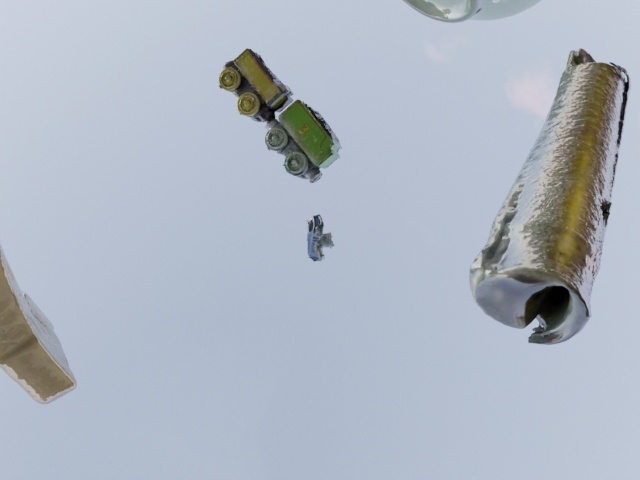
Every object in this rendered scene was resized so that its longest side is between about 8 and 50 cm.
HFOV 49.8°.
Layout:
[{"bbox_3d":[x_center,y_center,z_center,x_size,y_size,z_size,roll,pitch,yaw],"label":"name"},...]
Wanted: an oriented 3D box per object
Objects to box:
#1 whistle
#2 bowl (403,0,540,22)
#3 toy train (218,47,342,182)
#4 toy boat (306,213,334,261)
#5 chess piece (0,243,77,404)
[{"bbox_3d":[0.177,-0.055,0.485,0.068,0.057,0.326,48,-137,-12],"label":"whistle"},{"bbox_3d":[0.203,-0.448,1.011,0.354,0.354,0.185,35,-99,4],"label":"bowl"},{"bbox_3d":[-0.053,-0.168,0.912,0.081,0.060,0.202,-40,-98,12],"label":"toy train"},{"bbox_3d":[0.000,0.000,0.863,0.038,0.083,0.038,0,-125,0],"label":"toy boat"},{"bbox_3d":[-0.229,0.021,0.442,0.090,0.200,0.090,-17,-145,13],"label":"chess piece"}]
